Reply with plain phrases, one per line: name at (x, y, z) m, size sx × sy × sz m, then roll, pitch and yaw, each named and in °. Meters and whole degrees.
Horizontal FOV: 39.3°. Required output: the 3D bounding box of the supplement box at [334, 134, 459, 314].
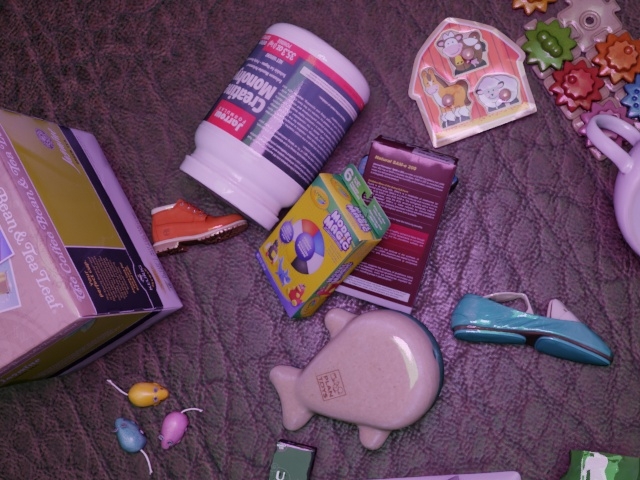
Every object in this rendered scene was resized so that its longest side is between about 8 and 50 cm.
supplement box at (0.111, -0.024, 1.346) m, size 0.130 × 0.073 × 0.239 m, roll 18°, pitch 108°, yaw 7°

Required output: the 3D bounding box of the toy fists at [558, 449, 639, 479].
toy fists at (0.479, 0.392, 1.290) m, size 0.279 × 0.096 × 0.142 m, roll 7°, pitch 73°, yaw 8°

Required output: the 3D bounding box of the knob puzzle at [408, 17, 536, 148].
knob puzzle at (0.230, -0.265, 1.419) m, size 0.213 × 0.030 × 0.213 m, roll -1°, pitch 85°, yaw 12°

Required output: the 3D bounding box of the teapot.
teapot at (0.542, -0.084, 1.303) m, size 0.252 × 0.187 × 0.256 m, roll -14°, pitch 115°, yaw 21°

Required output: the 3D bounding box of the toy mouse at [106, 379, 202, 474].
toy mouse at (-0.267, 0.294, 1.401) m, size 0.161 × 0.031 × 0.143 m, roll 3°, pitch 83°, yaw 6°

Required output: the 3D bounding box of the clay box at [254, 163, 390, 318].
clay box at (0.000, 0.000, 1.330) m, size 0.222 × 0.053 × 0.127 m, roll -51°, pitch 59°, yaw 35°

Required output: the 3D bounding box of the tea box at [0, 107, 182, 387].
tea box at (-0.416, 0.013, 1.290) m, size 0.220 × 0.323 × 0.329 m, roll -31°, pitch 80°, yaw 11°

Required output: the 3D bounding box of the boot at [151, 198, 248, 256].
boot at (-0.196, -0.032, 1.426) m, size 0.158 × 0.059 × 0.084 m, roll -12°, pitch 77°, yaw 5°

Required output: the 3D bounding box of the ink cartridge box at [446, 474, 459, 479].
ink cartridge box at (0.201, 0.441, 1.253) m, size 0.082 × 0.139 × 0.190 m, roll -27°, pitch 80°, yaw 3°

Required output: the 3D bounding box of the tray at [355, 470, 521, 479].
tray at (0.172, 0.428, 1.344) m, size 0.270 × 0.030 × 0.145 m, roll -5°, pitch 81°, yaw 5°

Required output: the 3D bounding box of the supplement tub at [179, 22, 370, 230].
supplement tub at (-0.069, -0.172, 1.364) m, size 0.191 × 0.191 × 0.272 m, roll 34°, pitch 86°, yaw 9°

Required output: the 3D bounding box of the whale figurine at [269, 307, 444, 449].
whale figurine at (0.059, 0.204, 1.350) m, size 0.272 × 0.141 × 0.216 m, roll -23°, pitch 81°, yaw 27°

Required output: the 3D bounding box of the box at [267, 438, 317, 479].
box at (-0.045, 0.350, 1.363) m, size 0.062 × 0.052 × 0.083 m, roll 13°, pitch 83°, yaw 5°

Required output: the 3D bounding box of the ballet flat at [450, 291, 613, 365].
ballet flat at (0.322, 0.123, 1.347) m, size 0.247 × 0.083 × 0.087 m, roll 11°, pitch 70°, yaw 5°

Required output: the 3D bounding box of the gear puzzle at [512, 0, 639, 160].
gear puzzle at (0.415, -0.306, 1.410) m, size 0.175 × 0.044 × 0.339 m, roll -33°, pitch 81°, yaw 1°

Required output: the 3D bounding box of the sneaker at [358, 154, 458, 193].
sneaker at (0.135, -0.106, 1.402) m, size 0.162 × 0.063 × 0.073 m, roll 6°, pitch 76°, yaw 3°
